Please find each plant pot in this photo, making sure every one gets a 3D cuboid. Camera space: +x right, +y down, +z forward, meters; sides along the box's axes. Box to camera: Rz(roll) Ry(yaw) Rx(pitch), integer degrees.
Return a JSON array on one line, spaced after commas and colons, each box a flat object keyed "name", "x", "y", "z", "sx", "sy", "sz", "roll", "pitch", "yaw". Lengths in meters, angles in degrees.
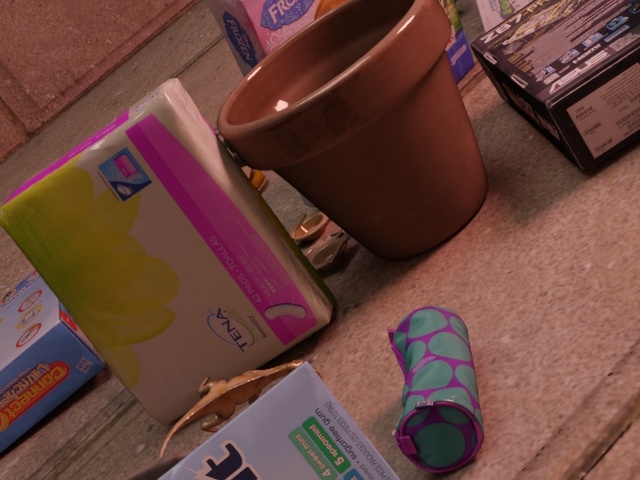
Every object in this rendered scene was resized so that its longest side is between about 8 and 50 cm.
[{"name": "plant pot", "x": 0.060, "y": -0.109, "z": 1.211, "sx": 0.263, "sy": 0.229, "sz": 0.263, "roll": -31, "pitch": 21, "yaw": 13}]

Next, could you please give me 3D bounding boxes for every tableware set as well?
[{"name": "tableware set", "x": 0.000, "y": 0.000, "z": 1.367, "sx": 0.169, "sy": 0.020, "sz": 0.141, "roll": -16, "pitch": 29, "yaw": 42}]

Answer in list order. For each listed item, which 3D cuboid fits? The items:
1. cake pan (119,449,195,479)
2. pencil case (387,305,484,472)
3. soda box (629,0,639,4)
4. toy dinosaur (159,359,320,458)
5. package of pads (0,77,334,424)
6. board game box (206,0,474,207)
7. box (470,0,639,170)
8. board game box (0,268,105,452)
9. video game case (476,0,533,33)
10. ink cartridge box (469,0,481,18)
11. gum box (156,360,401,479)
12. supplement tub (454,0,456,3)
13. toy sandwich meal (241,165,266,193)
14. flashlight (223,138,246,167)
[{"name": "cake pan", "x": -0.161, "y": 0.297, "z": 0.948, "sx": 0.293, "sy": 0.054, "sz": 0.293, "roll": -31, "pitch": 21, "yaw": 14}, {"name": "pencil case", "x": 0.090, "y": 0.115, "z": 0.925, "sx": 0.070, "sy": 0.064, "sz": 0.151, "roll": -7, "pitch": 26, "yaw": 6}, {"name": "soda box", "x": 0.360, "y": -0.264, "z": 1.061, "sx": 0.063, "sy": 0.058, "sz": 0.183, "roll": -47, "pitch": 28, "yaw": -21}, {"name": "toy dinosaur", "x": -0.092, "y": 0.149, "z": 1.097, "sx": 0.183, "sy": 0.053, "sz": 0.092, "roll": -24, "pitch": -8, "yaw": -27}, {"name": "package of pads", "x": -0.159, "y": 0.020, "z": 1.184, "sx": 0.229, "sy": 0.296, "sz": 0.101, "roll": -33, "pitch": 14, "yaw": 12}, {"name": "board game box", "x": 0.041, "y": -0.256, "z": 1.426, "sx": 0.066, "sy": 0.318, "sz": 0.318, "roll": 15, "pitch": 54, "yaw": 42}, {"name": "box", "x": 0.375, "y": -0.257, "z": 1.222, "sx": 0.395, "sy": 0.097, "sz": 0.318, "roll": -34, "pitch": 23, "yaw": 5}, {"name": "board game box", "x": -0.439, "y": 0.179, "z": 1.557, "sx": 0.308, "sy": 0.086, "sz": 0.302, "roll": -39, "pitch": 21, "yaw": 1}, {"name": "video game case", "x": 0.269, "y": -0.353, "z": 1.538, "sx": 0.143, "sy": 0.157, "sz": 0.019, "roll": -22, "pitch": -16, "yaw": 33}, {"name": "ink cartridge box", "x": 0.357, "y": -0.520, "z": 1.704, "sx": 0.279, "sy": 0.160, "sz": 0.384, "roll": -21, "pitch": 26, "yaw": 33}, {"name": "gum box", "x": -0.033, "y": 0.203, "z": 0.809, "sx": 0.184, "sy": 0.157, "sz": 0.041, "roll": -38, "pitch": -7, "yaw": -4}, {"name": "supplement tub", "x": 0.110, "y": -0.346, "z": 1.784, "sx": 0.190, "sy": 0.117, "sz": 0.117, "roll": -44, "pitch": 22, "yaw": -19}, {"name": "toy sandwich meal", "x": -0.114, "y": -0.079, "z": 1.692, "sx": 0.086, "sy": 0.029, "sz": 0.085, "roll": -31, "pitch": 22, "yaw": 14}, {"name": "flashlight", "x": -0.083, "y": -0.239, "z": 1.884, "sx": 0.103, "sy": 0.103, "sz": 0.304, "roll": -24, "pitch": 23, "yaw": 23}]
